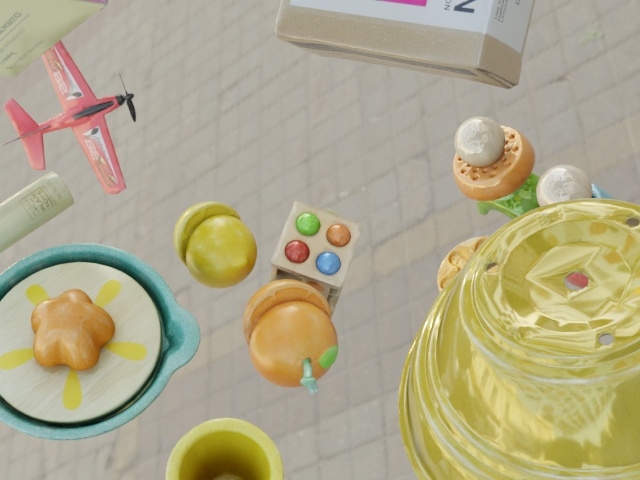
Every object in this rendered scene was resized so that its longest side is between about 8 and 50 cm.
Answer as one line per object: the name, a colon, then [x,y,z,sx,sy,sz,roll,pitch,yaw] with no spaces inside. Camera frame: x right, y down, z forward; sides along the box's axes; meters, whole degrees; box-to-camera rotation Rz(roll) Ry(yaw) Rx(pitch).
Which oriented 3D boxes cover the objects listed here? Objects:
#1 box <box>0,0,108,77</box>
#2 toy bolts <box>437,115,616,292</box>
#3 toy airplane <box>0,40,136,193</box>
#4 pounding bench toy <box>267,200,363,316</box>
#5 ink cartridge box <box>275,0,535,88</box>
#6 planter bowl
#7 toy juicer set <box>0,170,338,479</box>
box: [-0.290,-0.195,0.647,0.213,0.242,0.117,-8,83,58]
toy bolts: [0.226,-0.026,1.156,0.228,0.158,0.218,19,70,42]
toy airplane: [-0.223,-0.103,0.873,0.151,0.151,0.028,-40,5,26]
pounding bench toy: [0.000,0.000,0.710,0.065,0.052,0.083,106,-176,-62]
ink cartridge box: [0.084,-0.258,0.809,0.193,0.088,0.235,14,95,30]
planter bowl: [0.133,0.044,0.499,0.217,0.090,0.217,-13,44,13]
toy juicer set: [-0.140,0.036,0.653,0.209,0.328,0.089,-59,-12,-28]
